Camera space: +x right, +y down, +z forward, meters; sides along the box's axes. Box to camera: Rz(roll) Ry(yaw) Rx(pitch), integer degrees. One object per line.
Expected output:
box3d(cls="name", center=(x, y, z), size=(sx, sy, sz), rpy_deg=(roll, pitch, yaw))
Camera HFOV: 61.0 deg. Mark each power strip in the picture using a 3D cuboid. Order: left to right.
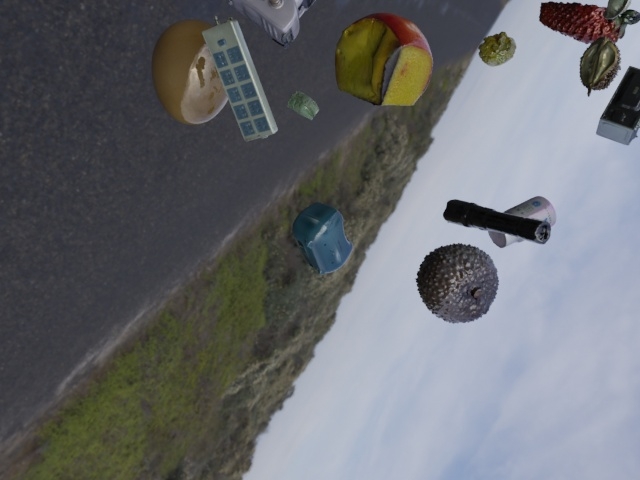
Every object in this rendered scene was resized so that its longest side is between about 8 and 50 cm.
box3d(cls="power strip", center=(-0.234, -0.467, 1.584), size=(0.106, 0.367, 0.043), rpy_deg=(-11, -156, 23))

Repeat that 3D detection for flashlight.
box3d(cls="flashlight", center=(0.605, -0.065, 1.884), size=(0.424, 0.103, 0.103), rpy_deg=(23, -100, 54))

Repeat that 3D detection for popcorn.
box3d(cls="popcorn", center=(0.594, -0.641, 1.820), size=(0.106, 0.121, 0.116), rpy_deg=(-84, -167, -73))

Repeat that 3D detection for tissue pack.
box3d(cls="tissue pack", center=(0.000, 0.000, 2.313), size=(0.206, 0.198, 0.287), rpy_deg=(-44, 138, -24))

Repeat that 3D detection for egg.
box3d(cls="egg", center=(-0.462, -0.612, 1.990), size=(0.301, 0.301, 0.373), rpy_deg=(-43, 133, -79))

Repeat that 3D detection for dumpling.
box3d(cls="dumpling", center=(0.708, -0.555, 1.290), size=(0.077, 0.043, 0.059), rpy_deg=(-16, -137, 40))

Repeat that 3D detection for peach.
box3d(cls="peach", center=(0.232, -0.619, 1.867), size=(0.380, 0.242, 0.306), rpy_deg=(-141, -137, -56))

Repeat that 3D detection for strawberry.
box3d(cls="strawberry", center=(0.785, -0.635, 1.608), size=(0.188, 0.286, 0.106), rpy_deg=(-6, 115, -50))

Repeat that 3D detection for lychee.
box3d(cls="lychee", center=(0.472, 0.138, 1.888), size=(0.300, 0.300, 0.300), rpy_deg=(-59, 177, -5))

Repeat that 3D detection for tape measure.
box3d(cls="tape measure", center=(-0.123, -0.655, 1.444), size=(0.197, 0.236, 0.120), rpy_deg=(-50, 169, -6))

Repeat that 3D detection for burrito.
box3d(cls="burrito", center=(-0.048, -0.427, 1.716), size=(0.074, 0.118, 0.044), rpy_deg=(-45, 147, -14))

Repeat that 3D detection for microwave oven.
box3d(cls="microwave oven", center=(1.038, -0.446, 1.820), size=(0.205, 0.129, 0.163), rpy_deg=(-62, 157, 1))

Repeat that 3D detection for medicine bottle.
box3d(cls="medicine bottle", center=(0.840, -0.076, 2.275), size=(0.255, 0.152, 0.152), rpy_deg=(-24, 167, -13))

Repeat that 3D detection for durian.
box3d(cls="durian", center=(0.682, -0.412, 1.308), size=(0.110, 0.071, 0.140), rpy_deg=(-136, -125, -70))
